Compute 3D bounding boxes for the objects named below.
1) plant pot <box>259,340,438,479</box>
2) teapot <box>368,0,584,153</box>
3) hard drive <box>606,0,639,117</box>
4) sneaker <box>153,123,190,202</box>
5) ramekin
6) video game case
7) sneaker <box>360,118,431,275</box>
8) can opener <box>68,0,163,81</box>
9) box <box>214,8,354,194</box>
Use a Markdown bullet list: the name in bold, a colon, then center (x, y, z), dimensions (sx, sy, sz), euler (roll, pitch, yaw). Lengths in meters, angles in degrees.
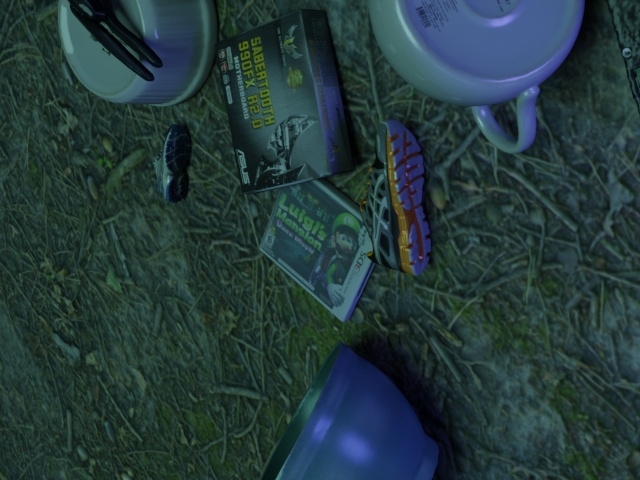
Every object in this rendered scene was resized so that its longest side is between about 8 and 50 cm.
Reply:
- **plant pot**: center (0.043, 0.318, 1.357), dimensions (0.196, 0.293, 0.293), euler (29, 126, 0)
- **teapot**: center (0.163, -0.259, 1.092), dimensions (0.187, 0.252, 0.256), euler (169, 119, -79)
- **hard drive**: center (0.395, -0.294, 0.954), dimensions (0.236, 0.064, 0.339), euler (-15, 93, 44)
- **sneaker**: center (-0.254, -0.132, 1.599), dimensions (0.058, 0.052, 0.135), euler (30, 122, 36)
- **ramekin**: center (-0.298, -0.339, 1.512), dimensions (0.272, 0.127, 0.273), euler (14, 113, 37)
- **video game case**: center (0.000, 0.000, 1.435), dimensions (0.190, 0.022, 0.173), euler (40, 127, 25)
- **sneaker**: center (0.091, -0.056, 1.288), dimensions (0.083, 0.084, 0.215), euler (4, 108, 33)
- **can opener**: center (-0.303, -0.299, 1.406), dimensions (0.186, 0.073, 0.059), euler (46, 122, 8)
- **box**: center (-0.054, -0.193, 1.378), dimensions (0.183, 0.056, 0.231), euler (-8, 93, 43)
